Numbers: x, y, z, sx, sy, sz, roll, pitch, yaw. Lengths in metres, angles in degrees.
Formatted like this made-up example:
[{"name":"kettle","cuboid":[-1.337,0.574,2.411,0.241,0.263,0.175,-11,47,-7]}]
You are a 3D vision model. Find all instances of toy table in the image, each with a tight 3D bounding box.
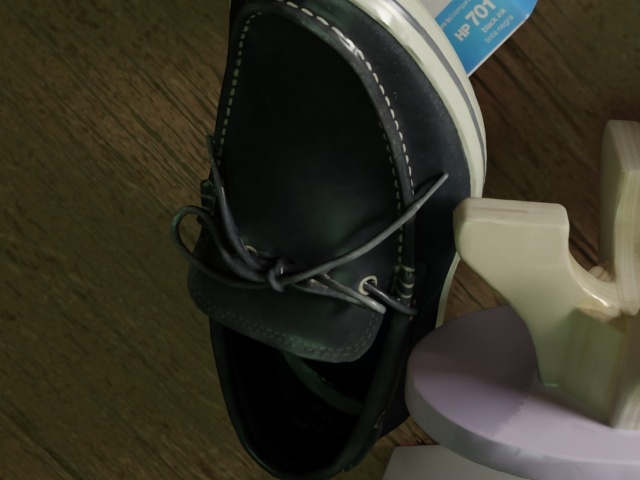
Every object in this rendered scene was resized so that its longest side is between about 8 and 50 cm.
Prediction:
[{"name":"toy table","cuboid":[0.202,0.052,1.310,0.274,0.252,0.161,-4,127,-13]}]

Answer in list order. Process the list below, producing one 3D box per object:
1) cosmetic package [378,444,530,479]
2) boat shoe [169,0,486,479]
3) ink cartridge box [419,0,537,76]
[{"name":"cosmetic package","cuboid":[0.236,0.274,1.531,0.385,0.156,0.217,-8,119,22]},{"name":"boat shoe","cuboid":[0.000,0.000,1.355,0.187,0.156,0.500,26,146,20]},{"name":"ink cartridge box","cuboid":[0.057,-0.212,1.305,0.191,0.139,0.082,41,125,-9]}]
